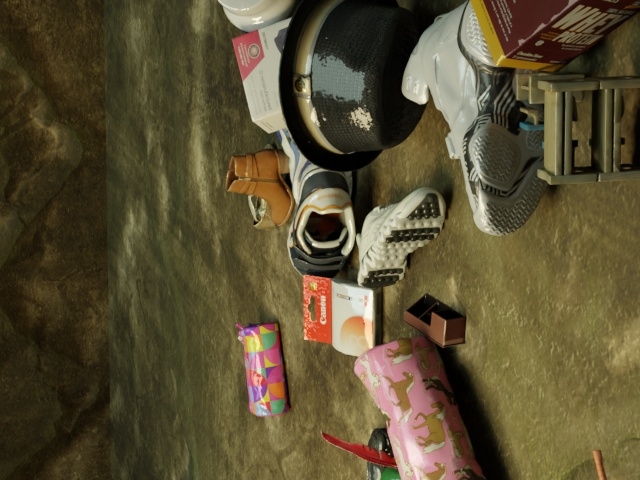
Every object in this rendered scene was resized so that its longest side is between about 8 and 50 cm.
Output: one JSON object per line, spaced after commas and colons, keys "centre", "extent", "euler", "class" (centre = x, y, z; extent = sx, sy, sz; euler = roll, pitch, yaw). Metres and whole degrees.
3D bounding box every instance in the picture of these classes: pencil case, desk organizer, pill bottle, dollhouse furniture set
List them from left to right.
{"centre": [-0.139, 0.310, 2.469], "extent": [0.104, 0.104, 0.236], "euler": [-14, 86, 64], "class": "pencil case"}
{"centre": [-0.100, -0.457, 1.960], "extent": [0.265, 0.153, 0.153], "euler": [23, -129, -70], "class": "pill bottle"}
{"centre": [0.189, 0.357, 1.755], "extent": [0.160, 0.167, 0.386], "euler": [-32, 63, 22], "class": "pencil case"}
{"centre": [0.200, 0.139, 1.790], "extent": [0.130, 0.047, 0.050], "euler": [31, 123, 57], "class": "desk organizer"}
{"centre": [0.346, -0.156, 1.358], "extent": [0.183, 0.129, 0.129], "euler": [-103, 11, -77], "class": "dollhouse furniture set"}

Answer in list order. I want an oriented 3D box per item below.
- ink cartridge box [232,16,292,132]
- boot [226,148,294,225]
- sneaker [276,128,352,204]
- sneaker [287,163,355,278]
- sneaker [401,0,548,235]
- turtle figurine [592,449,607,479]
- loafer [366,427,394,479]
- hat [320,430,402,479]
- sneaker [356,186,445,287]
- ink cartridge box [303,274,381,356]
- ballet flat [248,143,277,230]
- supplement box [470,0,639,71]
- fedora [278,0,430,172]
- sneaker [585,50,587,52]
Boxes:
{"centre": [-0.022, -0.322, 1.882], "extent": [0.100, 0.237, 0.172], "euler": [28, -134, -72], "class": "ink cartridge box"}
{"centre": [-0.138, -0.116, 2.279], "extent": [0.073, 0.152, 0.197], "euler": [44, 135, 51], "class": "boot"}
{"centre": [-0.025, -0.212, 2.078], "extent": [0.182, 0.127, 0.315], "euler": [-103, -4, -74], "class": "sneaker"}
{"centre": [0.000, 0.000, 2.003], "extent": [0.321, 0.126, 0.127], "euler": [91, 172, -49], "class": "sneaker"}
{"centre": [0.233, -0.190, 1.536], "extent": [0.210, 0.137, 0.366], "euler": [180, 87, -64], "class": "sneaker"}
{"centre": [0.425, 0.422, 1.373], "extent": [0.269, 0.087, 0.217], "euler": [59, 155, 22], "class": "turtle figurine"}
{"centre": [0.129, 0.481, 2.010], "extent": [0.078, 0.076, 0.223], "euler": [-176, 84, -69], "class": "loafer"}
{"centre": [0.129, 0.451, 1.868], "extent": [0.208, 0.183, 0.173], "euler": [30, 124, 58], "class": "hat"}
{"centre": [0.131, -0.024, 1.829], "extent": [0.292, 0.110, 0.118], "euler": [125, 140, -54], "class": "sneaker"}
{"centre": [0.036, 0.150, 2.033], "extent": [0.179, 0.045, 0.145], "euler": [6, 106, 26], "class": "ink cartridge box"}
{"centre": [-0.134, -0.121, 2.367], "extent": [0.073, 0.067, 0.206], "euler": [-158, 64, -62], "class": "ballet flat"}
{"centre": [0.301, -0.350, 1.304], "extent": [0.194, 0.129, 0.191], "euler": [-37, 64, 46], "class": "supplement box"}
{"centre": [0.085, -0.268, 1.662], "extent": [0.152, 0.334, 0.334], "euler": [17, 113, 44], "class": "fedora"}
{"centre": [0.332, -0.293, 1.409], "extent": [0.098, 0.038, 0.069], "euler": [13, 91, 42], "class": "sneaker"}
